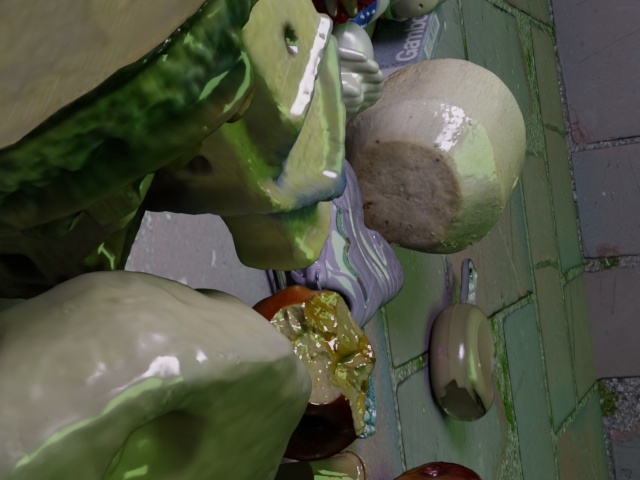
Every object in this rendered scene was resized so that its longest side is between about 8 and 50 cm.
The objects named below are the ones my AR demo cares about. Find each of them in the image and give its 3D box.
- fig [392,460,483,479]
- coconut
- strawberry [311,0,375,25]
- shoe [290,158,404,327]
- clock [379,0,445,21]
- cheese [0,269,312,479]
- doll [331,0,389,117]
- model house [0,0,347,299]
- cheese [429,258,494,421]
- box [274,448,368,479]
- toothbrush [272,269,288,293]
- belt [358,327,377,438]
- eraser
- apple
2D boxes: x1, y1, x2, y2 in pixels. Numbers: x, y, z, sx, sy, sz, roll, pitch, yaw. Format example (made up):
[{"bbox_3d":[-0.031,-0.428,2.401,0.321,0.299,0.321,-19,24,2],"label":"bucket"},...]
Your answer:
[{"bbox_3d":[0.137,0.418,1.451,0.159,0.159,0.257,-15,118,-67],"label":"fig"},{"bbox_3d":[0.153,-0.114,1.489,0.247,0.245,0.245,-50,129,-50],"label":"coconut"},{"bbox_3d":[-0.015,-0.327,1.310,0.236,0.190,0.111,-88,-160,-52],"label":"strawberry"},{"bbox_3d":[0.000,0.000,1.255,0.245,0.095,0.137,60,36,-20],"label":"shoe"},{"bbox_3d":[0.124,-0.375,1.611,0.231,0.144,0.103,-51,128,-59],"label":"clock"},{"bbox_3d":[-0.140,0.164,0.677,0.326,0.115,0.318,-38,146,-28],"label":"cheese"},{"bbox_3d":[0.026,-0.260,1.393,0.138,0.119,0.293,122,-22,-51],"label":"doll"},{"bbox_3d":[-0.138,-0.061,0.704,0.266,0.321,0.261,59,39,-47],"label":"model house"},{"bbox_3d":[0.238,0.151,1.810,0.286,0.082,0.163,-76,151,-42],"label":"cheese"},{"bbox_3d":[-0.001,0.307,1.172,0.111,0.111,0.177,42,46,-57],"label":"box"},{"bbox_3d":[-0.069,-0.031,1.204,0.028,0.026,0.294,-35,117,-48],"label":"toothbrush"},{"bbox_3d":[0.030,0.146,1.348,0.100,0.065,0.179,-9,90,-76],"label":"belt"},{"bbox_3d":[0.123,-0.283,1.648,0.212,0.092,0.046,-72,147,-45],"label":"eraser"},{"bbox_3d":[-0.022,0.132,1.124,0.156,0.147,0.158,24,44,-27],"label":"apple"}]
